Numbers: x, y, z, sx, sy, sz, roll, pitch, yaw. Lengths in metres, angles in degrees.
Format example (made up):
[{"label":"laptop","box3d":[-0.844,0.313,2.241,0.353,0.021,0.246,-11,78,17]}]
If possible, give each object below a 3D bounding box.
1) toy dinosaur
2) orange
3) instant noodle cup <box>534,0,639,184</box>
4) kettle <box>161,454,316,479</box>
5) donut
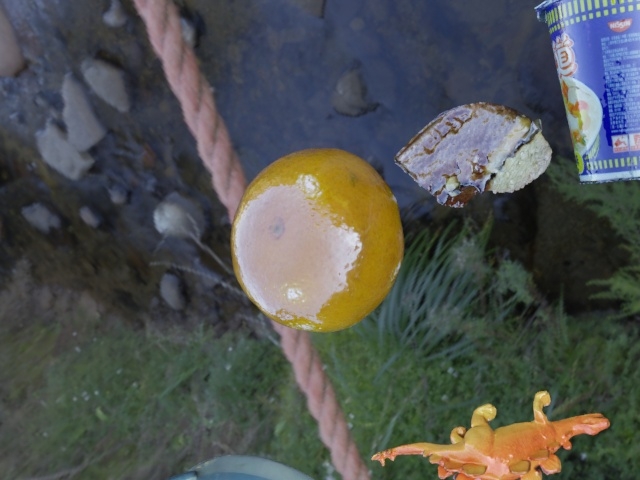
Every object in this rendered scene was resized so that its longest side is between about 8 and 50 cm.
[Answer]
[{"label":"toy dinosaur","box3d":[0.200,0.254,0.969,0.288,0.117,0.070,-13,120,8]},{"label":"orange","box3d":[0.000,0.000,0.694,0.156,0.124,0.156,-5,81,33]},{"label":"instant noodle cup","box3d":[0.515,-0.255,1.364,0.284,0.284,0.313,-3,95,47]},{"label":"kettle","box3d":[-0.138,0.425,0.903,0.319,0.342,0.247,41,122,-11]},{"label":"donut","box3d":[0.218,-0.118,1.131,0.126,0.186,0.144,26,-152,-49]}]
